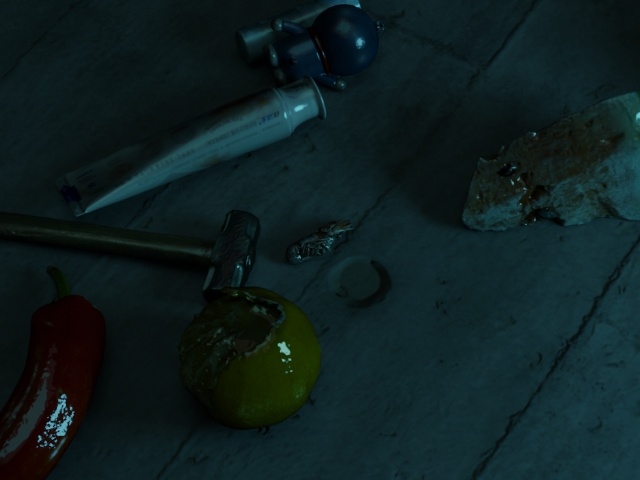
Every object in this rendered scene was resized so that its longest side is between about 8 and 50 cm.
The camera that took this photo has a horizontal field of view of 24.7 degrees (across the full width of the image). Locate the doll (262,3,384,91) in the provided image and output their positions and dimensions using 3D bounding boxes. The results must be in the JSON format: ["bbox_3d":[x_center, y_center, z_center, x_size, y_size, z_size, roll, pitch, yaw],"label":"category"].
[{"bbox_3d":[0.008,-0.237,1.792,0.152,0.085,0.114,-24,101,-3],"label":"doll"}]

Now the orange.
[{"bbox_3d":[-0.074,0.117,1.522,0.157,0.134,0.156,5,46,-6],"label":"orange"}]

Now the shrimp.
[{"bbox_3d":[0.003,-0.001,1.657,0.092,0.038,0.029,-35,104,-21],"label":"shrimp"}]

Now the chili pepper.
[{"bbox_3d":[-0.311,0.173,1.516,0.137,0.092,0.368,10,53,22],"label":"chili pepper"}]

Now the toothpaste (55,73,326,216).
[{"bbox_3d":[-0.151,-0.111,1.720,0.323,0.066,0.100,-23,36,-12],"label":"toothpaste"}]

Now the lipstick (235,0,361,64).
[{"bbox_3d":[-0.028,-0.269,1.836,0.158,0.048,0.048,-23,58,-14],"label":"lipstick"}]

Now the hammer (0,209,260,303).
[{"bbox_3d":[-0.255,0.001,1.665,0.366,0.043,0.111,8,57,9],"label":"hammer"}]

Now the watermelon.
[{"bbox_3d":[0.270,-0.077,1.659,0.241,0.154,0.094,-16,56,6],"label":"watermelon"}]
